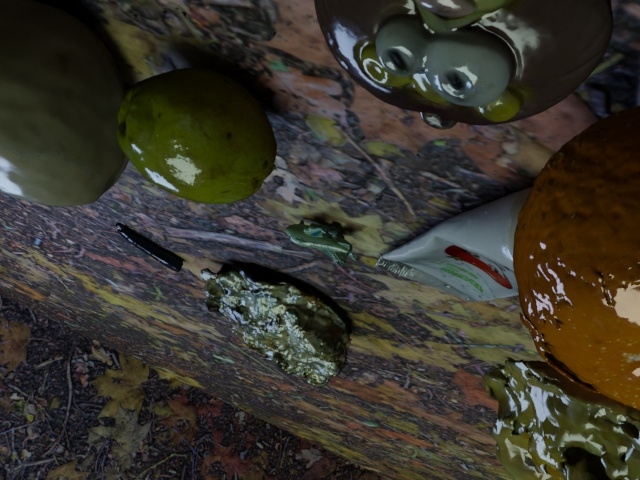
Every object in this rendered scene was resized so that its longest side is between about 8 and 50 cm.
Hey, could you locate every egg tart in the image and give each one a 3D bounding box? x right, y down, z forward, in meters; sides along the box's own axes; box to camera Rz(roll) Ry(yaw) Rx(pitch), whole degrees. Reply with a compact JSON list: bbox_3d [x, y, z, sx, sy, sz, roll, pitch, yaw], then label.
[{"bbox_3d":[0.238,0.185,0.580,0.297,0.132,0.297,27,167,7],"label":"egg tart"}]

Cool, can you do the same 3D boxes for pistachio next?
[{"bbox_3d":[-0.239,-0.112,0.645,0.153,0.138,0.238,-16,156,2],"label":"pistachio"}]

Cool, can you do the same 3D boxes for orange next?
[{"bbox_3d":[0.206,0.007,0.445,0.193,0.161,0.193,11,146,8],"label":"orange"}]

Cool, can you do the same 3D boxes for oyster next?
[{"bbox_3d":[-0.057,0.123,1.139,0.198,0.092,0.259,1,149,37],"label":"oyster"}]

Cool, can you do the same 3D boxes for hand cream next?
[{"bbox_3d":[0.148,0.017,0.697,0.121,0.076,0.336,26,167,-6],"label":"hand cream"}]

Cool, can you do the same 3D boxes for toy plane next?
[{"bbox_3d":[0.001,-0.002,0.827,0.083,0.033,0.080,22,162,21],"label":"toy plane"}]

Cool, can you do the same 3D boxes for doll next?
[{"bbox_3d":[0.055,-0.126,0.368,0.145,0.096,0.188,-1,141,32],"label":"doll"}]

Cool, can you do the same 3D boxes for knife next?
[{"bbox_3d":[-0.251,0.011,1.146,0.121,0.018,0.031,36,163,-33],"label":"knife"}]

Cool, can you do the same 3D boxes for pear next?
[{"bbox_3d":[-0.094,-0.082,0.621,0.131,0.107,0.107,16,163,-20],"label":"pear"}]
